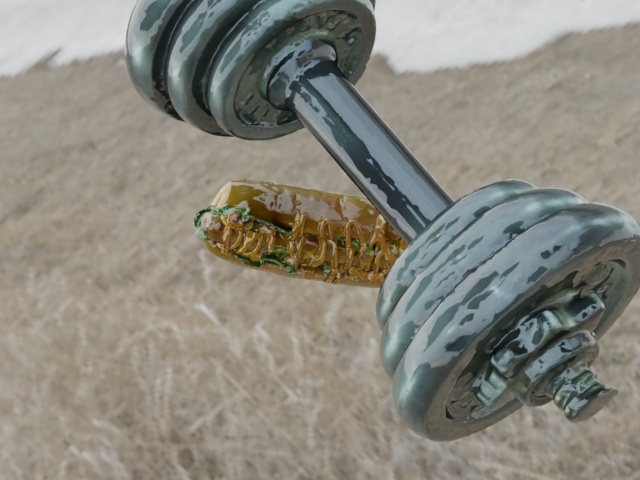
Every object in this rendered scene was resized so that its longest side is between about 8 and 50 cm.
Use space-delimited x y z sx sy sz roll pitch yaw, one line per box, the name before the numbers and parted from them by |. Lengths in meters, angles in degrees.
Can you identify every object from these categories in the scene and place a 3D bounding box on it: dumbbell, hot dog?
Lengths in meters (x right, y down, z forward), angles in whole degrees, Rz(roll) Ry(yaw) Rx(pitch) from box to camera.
dumbbell | 0.033 -0.050 0.863 0.179 0.179 0.406 -40 64 1
hot dog | 0.000 0.000 1.028 0.055 0.188 0.072 -116 41 -51
